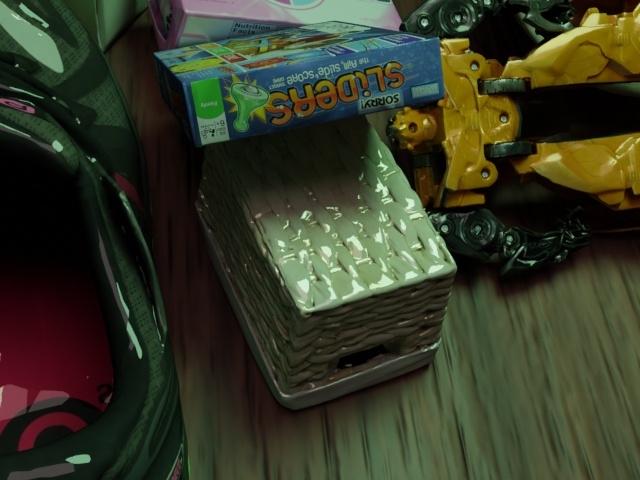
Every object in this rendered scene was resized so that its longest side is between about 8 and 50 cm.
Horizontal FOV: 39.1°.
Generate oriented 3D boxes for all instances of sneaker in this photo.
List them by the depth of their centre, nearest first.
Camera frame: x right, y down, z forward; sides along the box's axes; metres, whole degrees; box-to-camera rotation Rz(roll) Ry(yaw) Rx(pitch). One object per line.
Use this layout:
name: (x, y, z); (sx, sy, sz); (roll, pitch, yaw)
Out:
sneaker: (-0.170, -0.033, 0.496); (0.185, 0.202, 0.483); (-14, 57, -20)

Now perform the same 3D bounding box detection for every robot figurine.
robot figurine: (0.184, -0.087, 0.639); (0.291, 0.085, 0.211); (-6, 92, -10)

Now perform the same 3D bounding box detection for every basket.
basket: (0.000, 0.000, 0.562); (0.113, 0.103, 0.167); (-15, 58, -20)

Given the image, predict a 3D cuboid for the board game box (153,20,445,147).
board game box: (-0.025, -0.102, 0.548); (0.136, 0.035, 0.201); (-13, 18, -10)

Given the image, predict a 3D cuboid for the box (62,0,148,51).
box: (-0.238, -0.274, 0.712); (0.232, 0.127, 0.148); (22, 53, 8)

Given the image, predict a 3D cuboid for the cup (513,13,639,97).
cup: (0.256, -0.315, 0.739); (0.331, 0.331, 0.237); (-3, 30, -12)

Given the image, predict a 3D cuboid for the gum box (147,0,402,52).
gum box: (-0.042, -0.179, 0.691); (0.188, 0.062, 0.107); (-1, 53, -26)
